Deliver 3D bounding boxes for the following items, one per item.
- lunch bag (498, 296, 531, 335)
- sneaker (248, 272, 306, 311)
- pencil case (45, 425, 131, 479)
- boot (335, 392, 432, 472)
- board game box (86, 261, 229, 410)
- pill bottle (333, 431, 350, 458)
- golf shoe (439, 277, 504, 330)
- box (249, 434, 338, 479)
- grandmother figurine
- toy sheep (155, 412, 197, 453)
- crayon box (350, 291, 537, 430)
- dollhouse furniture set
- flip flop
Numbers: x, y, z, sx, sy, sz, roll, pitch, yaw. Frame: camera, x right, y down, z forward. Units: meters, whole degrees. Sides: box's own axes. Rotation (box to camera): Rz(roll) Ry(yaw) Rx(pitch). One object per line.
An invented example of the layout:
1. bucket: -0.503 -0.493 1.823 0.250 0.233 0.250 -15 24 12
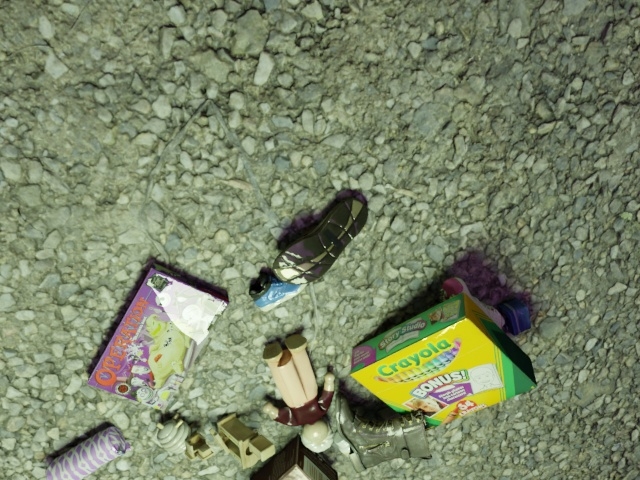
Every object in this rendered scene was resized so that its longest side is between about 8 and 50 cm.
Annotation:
1. lunch bag: 0.541 0.218 1.558 0.065 0.067 0.098 -23 113 -7
2. sneaker: -0.106 0.106 1.373 0.152 0.058 0.084 -32 123 8
3. pencil case: -0.596 0.559 1.424 0.206 0.086 0.088 -29 137 1
4. boot: 0.170 0.501 1.502 0.229 0.091 0.262 -19 105 8
5. board game box: -0.398 0.244 1.368 0.208 0.056 0.346 28 102 -16
6. pill bottle: 0.092 0.593 1.600 0.065 0.065 0.116 -41 114 4
7. golf shoe: 0.420 0.203 1.513 0.140 0.115 0.306 -31 122 -9
8. box: -0.077 0.688 1.522 0.203 0.167 0.168 -43 96 6
9. grandmother figurine: -0.052 0.426 1.488 0.208 0.104 0.342 -19 111 4
10. toy sheep: -0.380 0.506 1.450 0.091 0.091 0.132 -39 118 3
11. crayon box: 0.316 0.332 1.456 0.363 0.106 0.313 -34 118 29
12. dollhouse furniture set: -0.231 0.557 1.420 0.161 0.182 0.101 -22 117 -36
13. flip flop: 0.000 0.000 1.354 0.277 0.080 0.112 -46 109 -10
